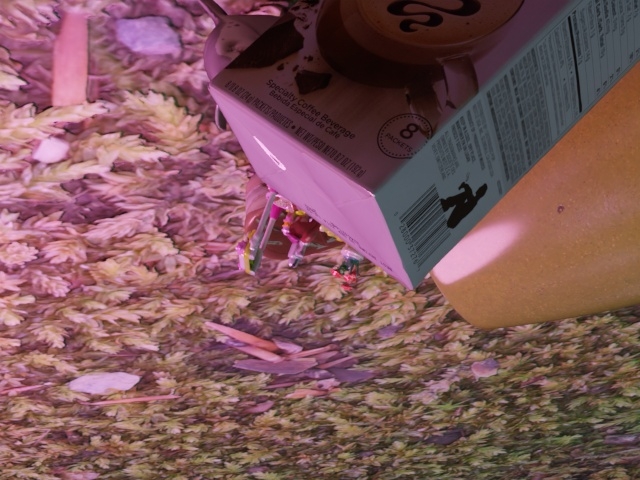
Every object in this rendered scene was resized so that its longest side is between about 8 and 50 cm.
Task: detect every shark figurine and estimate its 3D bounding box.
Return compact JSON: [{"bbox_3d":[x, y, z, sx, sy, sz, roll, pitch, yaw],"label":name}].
[{"bbox_3d":[-0.036,-0.137,0.915,0.278,0.166,0.116,-8,131,-55],"label":"shark figurine"}]

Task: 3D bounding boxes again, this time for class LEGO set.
[{"bbox_3d":[0.000,0.000,0.960,0.132,0.107,0.287,13,163,24],"label":"LEGO set"}]

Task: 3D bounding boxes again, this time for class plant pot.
[{"bbox_3d":[0.236,-0.046,0.931,0.293,0.275,0.275,-33,142,24],"label":"plant pot"}]

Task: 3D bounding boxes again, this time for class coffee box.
[{"bbox_3d":[0.095,-0.136,0.742,0.297,0.168,0.119,-45,144,-13],"label":"coffee box"}]

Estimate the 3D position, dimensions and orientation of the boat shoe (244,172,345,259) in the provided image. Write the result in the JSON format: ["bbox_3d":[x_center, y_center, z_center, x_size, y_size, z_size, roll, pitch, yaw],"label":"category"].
[{"bbox_3d":[0.068,-0.065,1.087,0.302,0.098,0.109,-14,133,7],"label":"boat shoe"}]
